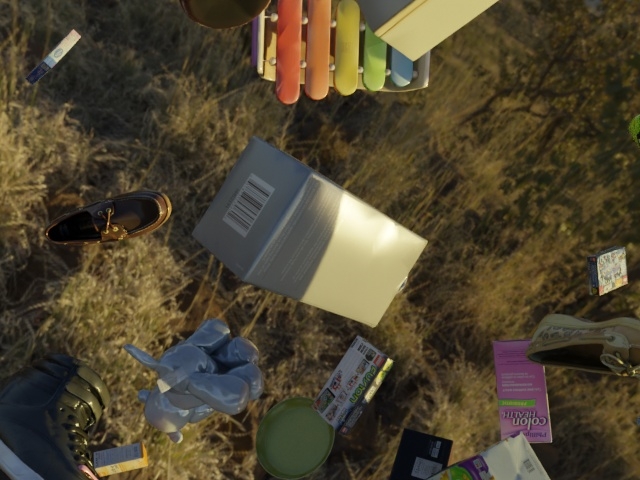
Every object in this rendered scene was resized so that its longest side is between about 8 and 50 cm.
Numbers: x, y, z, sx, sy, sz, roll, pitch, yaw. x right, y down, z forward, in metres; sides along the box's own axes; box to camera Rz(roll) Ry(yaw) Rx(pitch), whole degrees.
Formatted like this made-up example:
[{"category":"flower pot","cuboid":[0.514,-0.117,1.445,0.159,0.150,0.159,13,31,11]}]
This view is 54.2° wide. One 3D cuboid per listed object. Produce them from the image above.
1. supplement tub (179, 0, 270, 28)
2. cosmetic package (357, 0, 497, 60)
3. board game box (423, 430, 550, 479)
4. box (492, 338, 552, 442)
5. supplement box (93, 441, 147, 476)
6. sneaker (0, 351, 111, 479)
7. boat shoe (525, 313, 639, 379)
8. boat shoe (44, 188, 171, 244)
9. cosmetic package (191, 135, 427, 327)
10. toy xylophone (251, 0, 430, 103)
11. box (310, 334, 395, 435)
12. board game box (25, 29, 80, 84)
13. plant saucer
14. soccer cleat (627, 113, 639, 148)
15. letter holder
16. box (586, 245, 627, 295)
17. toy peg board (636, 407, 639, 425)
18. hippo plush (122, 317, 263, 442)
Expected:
[{"category":"supplement tub","cuboid":[-0.124,-0.338,0.684,0.106,0.106,0.198,1,62,-41]},{"category":"cosmetic package","cuboid":[0.180,-0.371,0.721,0.113,0.309,0.160,8,55,-54]},{"category":"board game box","cuboid":[0.357,0.555,1.395,0.142,0.275,0.144,-13,64,-33]},{"category":"box","cuboid":[0.507,0.374,1.589,0.213,0.117,0.243,30,55,-72]},{"category":"supplement box","cuboid":[-0.412,0.453,1.293,0.098,0.062,0.036,-9,57,-13]},{"category":"sneaker","cuboid":[-0.288,0.224,0.721,0.296,0.104,0.147,25,49,32]},{"category":"boat shoe","cuboid":[0.471,0.189,1.037,0.089,0.285,0.104,-46,106,-21]},{"category":"boat shoe","cuboid":[-0.339,-0.029,0.994,0.073,0.207,0.073,-40,114,-70]},{"category":"cosmetic package","cuboid":[0.000,0.000,0.676,0.107,0.127,0.238,35,4,38]},{"category":"toy xylophone","cuboid":[0.032,-0.359,1.079,0.323,0.236,0.081,-7,6,-13]},{"category":"box","cuboid":[0.075,0.340,1.475,0.036,0.207,0.114,36,-2,-44]},{"category":"board game box","cuboid":[-0.476,-0.325,1.113,0.020,0.090,0.090,43,55,-29]},{"category":"plant saucer","cuboid":[-0.070,0.571,1.802,0.241,0.241,0.037,60,-2,40]},{"category":"soccer cleat","cuboid":[0.677,-0.180,1.244,0.060,0.072,0.179,-8,67,-22]},{"category":"letter holder","cuboid":[0.281,0.747,1.819,0.152,0.214,0.302,9,46,20]},{"category":"box","cuboid":[0.687,0.071,1.497,0.137,0.094,0.027,-13,9,-37]},{"category":"toy peg board","cuboid":[0.781,0.375,1.411,0.079,0.161,0.160,18,-1,-13]},{"category":"hippo plush","cuboid":[-0.274,0.340,1.360,0.234,0.236,0.294,40,29,22]}]
